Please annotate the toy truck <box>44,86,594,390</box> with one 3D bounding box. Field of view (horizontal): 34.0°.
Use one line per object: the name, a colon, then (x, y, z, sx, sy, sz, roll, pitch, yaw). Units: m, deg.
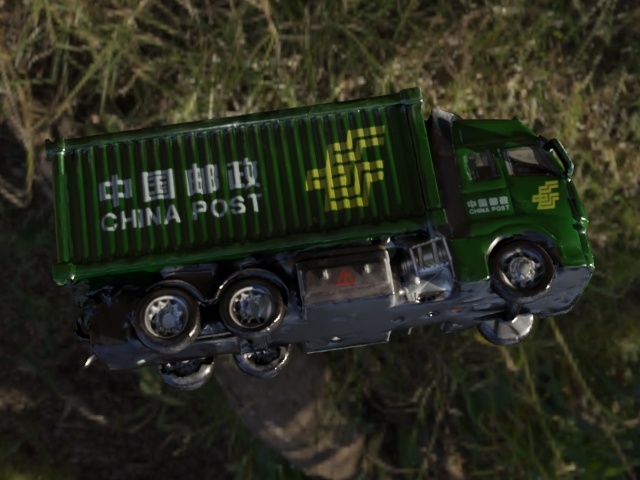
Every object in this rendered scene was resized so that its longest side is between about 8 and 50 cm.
toy truck: (0.000, 0.000, 0.538, 0.259, 0.121, 0.088, -8, 157, -3)
